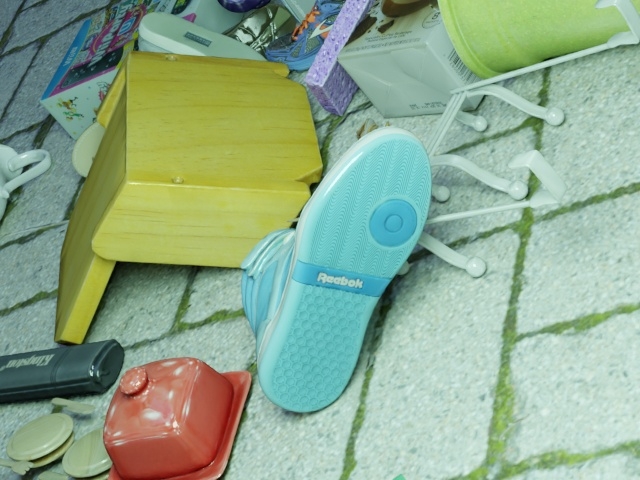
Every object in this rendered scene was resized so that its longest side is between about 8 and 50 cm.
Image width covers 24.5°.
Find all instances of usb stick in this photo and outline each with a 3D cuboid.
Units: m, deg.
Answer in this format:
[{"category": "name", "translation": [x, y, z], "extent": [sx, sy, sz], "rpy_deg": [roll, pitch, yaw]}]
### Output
[{"category": "usb stick", "translation": [-0.359, 0.172, 1.897], "extent": [0.278, 0.045, 0.077], "rpy_deg": [-11, 42, 40]}]

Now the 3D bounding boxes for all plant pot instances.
[{"category": "plant pot", "translation": [0.300, -0.319, 1.643], "extent": [0.254, 0.276, 0.276], "rpy_deg": [3, 50, 34]}]

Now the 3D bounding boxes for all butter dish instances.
[{"category": "butter dish", "translation": [-0.176, 0.184, 1.604], "extent": [0.160, 0.118, 0.160], "rpy_deg": [-14, 39, 27]}]

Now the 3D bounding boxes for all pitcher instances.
[{"category": "pitcher", "translation": [-0.534, -0.084, 2.357], "extent": [0.178, 0.125, 0.207], "rpy_deg": [-11, 28, 16]}]

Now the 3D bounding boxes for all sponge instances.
[{"category": "sponge", "translation": [0.052, -0.272, 1.919], "extent": [0.031, 0.117, 0.210], "rpy_deg": [25, 81, 20]}]

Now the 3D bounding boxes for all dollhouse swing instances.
[{"category": "dollhouse swing", "translation": [-0.184, -0.036, 1.959], "extent": [0.315, 0.305, 0.347], "rpy_deg": [4, 32, -10]}]

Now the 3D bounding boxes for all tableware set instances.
[{"category": "tableware set", "translation": [-0.290, 0.248, 1.730], "extent": [0.194, 0.039, 0.128], "rpy_deg": [5, 37, 43]}]

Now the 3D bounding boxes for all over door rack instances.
[{"category": "over door rack", "translation": [0.201, -0.091, 1.544], "extent": [0.324, 0.108, 0.239], "rpy_deg": [-27, 29, 58]}]

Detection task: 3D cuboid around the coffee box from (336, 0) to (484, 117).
[{"category": "coffee box", "translation": [0.175, -0.303, 1.856], "extent": [0.168, 0.119, 0.297], "rpy_deg": [-1, 48, 49]}]

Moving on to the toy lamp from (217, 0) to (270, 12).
[{"category": "toy lamp", "translation": [-0.113, -0.379, 2.210], "extent": [0.080, 0.080, 0.274], "rpy_deg": [-35, 4, 8]}]

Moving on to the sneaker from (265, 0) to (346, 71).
[{"category": "sneaker", "translation": [0.012, -0.317, 2.083], "extent": [0.221, 0.087, 0.083], "rpy_deg": [-27, 32, 20]}]

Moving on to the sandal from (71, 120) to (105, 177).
[{"category": "sandal", "translation": [-0.271, -0.145, 2.168], "extent": [0.240, 0.088, 0.079], "rpy_deg": [-25, 28, 15]}]

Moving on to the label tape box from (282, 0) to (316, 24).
[{"category": "label tape box", "translation": [0.092, -0.498, 2.206], "extent": [0.348, 0.115, 0.249], "rpy_deg": [-28, 33, 23]}]

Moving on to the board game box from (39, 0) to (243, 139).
[{"category": "board game box", "translation": [-0.282, -0.306, 2.380], "extent": [0.303, 0.097, 0.224], "rpy_deg": [-18, 37, 33]}]

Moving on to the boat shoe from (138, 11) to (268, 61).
[{"category": "boat shoe", "translation": [-0.163, -0.251, 2.135], "extent": [0.079, 0.227, 0.081], "rpy_deg": [-54, -13, -43]}]

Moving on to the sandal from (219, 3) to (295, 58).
[{"category": "sandal", "translation": [-0.139, -0.282, 2.209], "extent": [0.219, 0.090, 0.060], "rpy_deg": [-34, 8, -4]}]

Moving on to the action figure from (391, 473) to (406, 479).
[{"category": "action figure", "translation": [0.067, 0.300, 1.256], "extent": [0.137, 0.063, 0.232], "rpy_deg": [-40, 27, -4]}]

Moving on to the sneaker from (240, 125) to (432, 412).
[{"category": "sneaker", "translation": [0.000, 0.000, 1.565], "extent": [0.319, 0.127, 0.208], "rpy_deg": [-64, 22, 16]}]

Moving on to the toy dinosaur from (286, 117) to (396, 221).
[{"category": "toy dinosaur", "translation": [0.052, -0.080, 1.775], "extent": [0.112, 0.064, 0.211], "rpy_deg": [-30, 17, 36]}]
